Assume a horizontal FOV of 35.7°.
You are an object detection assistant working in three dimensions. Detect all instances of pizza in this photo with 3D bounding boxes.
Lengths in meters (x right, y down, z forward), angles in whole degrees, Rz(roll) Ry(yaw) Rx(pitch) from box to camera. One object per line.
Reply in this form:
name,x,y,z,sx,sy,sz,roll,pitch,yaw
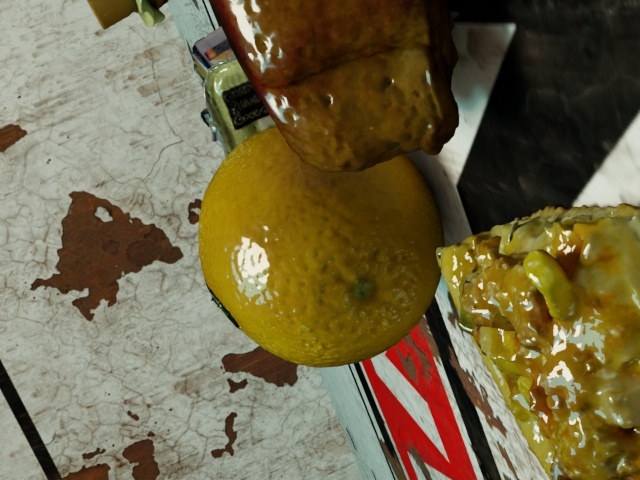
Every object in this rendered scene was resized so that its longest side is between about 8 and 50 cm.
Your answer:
pizza,0.164,0.112,0.592,0.268,0.087,0.258,64,176,0

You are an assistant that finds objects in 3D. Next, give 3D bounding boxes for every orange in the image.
orange,0.000,0.000,0.872,0.236,0.236,0.236,156,90,-83

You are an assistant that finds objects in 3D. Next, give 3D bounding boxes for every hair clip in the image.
hair clip,-0.039,-0.086,1.232,0.091,0.138,0.321,-102,-7,-69

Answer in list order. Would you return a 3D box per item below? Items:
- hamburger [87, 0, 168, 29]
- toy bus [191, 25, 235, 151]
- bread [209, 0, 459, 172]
hamburger,-0.140,-0.328,0.840,0.274,0.212,0.274,155,90,-86
toy bus,-0.105,-0.197,1.460,0.138,0.112,0.317,53,170,15
bread,0.006,-0.160,0.642,0.246,0.135,0.232,64,-174,-3
